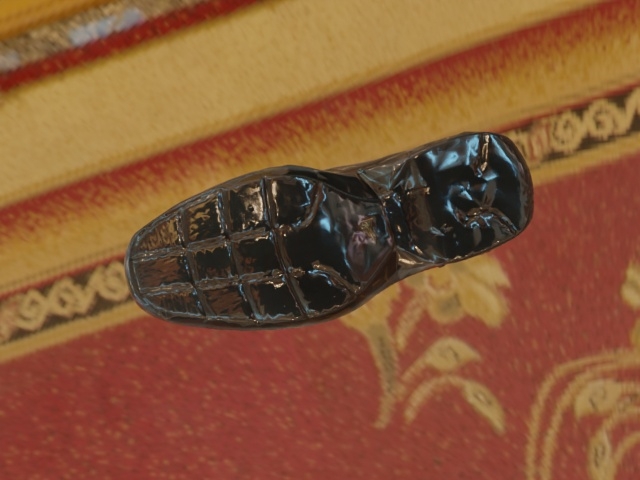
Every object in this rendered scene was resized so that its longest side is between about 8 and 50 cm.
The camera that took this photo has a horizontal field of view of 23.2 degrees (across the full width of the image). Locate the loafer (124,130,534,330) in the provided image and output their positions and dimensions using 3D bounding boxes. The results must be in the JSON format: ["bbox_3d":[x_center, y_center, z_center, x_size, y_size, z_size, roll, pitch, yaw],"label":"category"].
[{"bbox_3d":[0.000,0.000,0.612,0.170,0.061,0.062,-11,89,-24],"label":"loafer"}]
